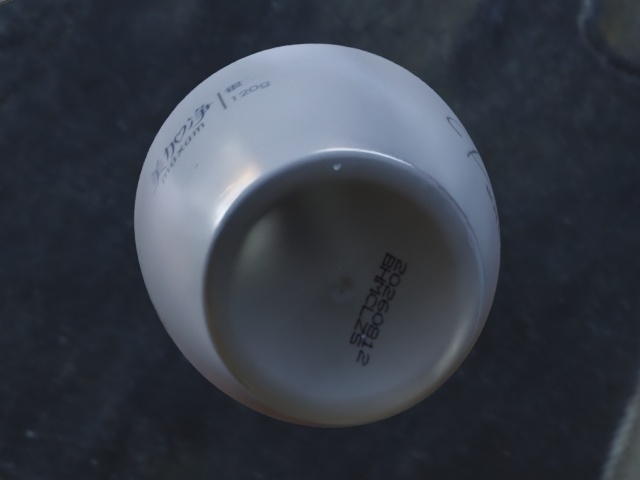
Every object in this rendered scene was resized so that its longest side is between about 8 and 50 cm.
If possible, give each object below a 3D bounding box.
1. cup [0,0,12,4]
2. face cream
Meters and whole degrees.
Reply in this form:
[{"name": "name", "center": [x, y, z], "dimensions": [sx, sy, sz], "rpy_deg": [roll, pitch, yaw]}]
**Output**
[{"name": "cup", "center": [-0.246, -0.223, 0.729], "dimensions": [0.317, 0.212, 0.212], "rpy_deg": [15, 79, 26]}, {"name": "face cream", "center": [0.000, 0.000, 0.458], "dimensions": [0.091, 0.095, 0.091], "rpy_deg": [-1, 104, -5]}]
